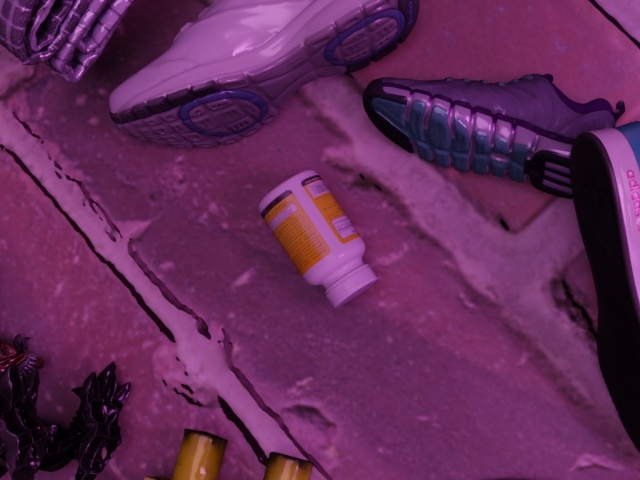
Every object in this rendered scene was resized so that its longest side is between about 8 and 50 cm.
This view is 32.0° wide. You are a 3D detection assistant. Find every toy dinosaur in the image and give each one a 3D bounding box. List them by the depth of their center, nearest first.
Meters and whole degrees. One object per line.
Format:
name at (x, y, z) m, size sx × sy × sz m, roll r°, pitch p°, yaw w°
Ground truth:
toy dinosaur at (-0.305, 0.178, 1.025) m, size 0.218 × 0.164 × 0.322 m, roll -11°, pitch 101°, yaw 27°

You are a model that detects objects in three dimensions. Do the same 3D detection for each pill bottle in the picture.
pill bottle at (0.000, 0.000, 1.001) m, size 0.065 × 0.065 × 0.116 m, roll -35°, pitch 81°, yaw 6°

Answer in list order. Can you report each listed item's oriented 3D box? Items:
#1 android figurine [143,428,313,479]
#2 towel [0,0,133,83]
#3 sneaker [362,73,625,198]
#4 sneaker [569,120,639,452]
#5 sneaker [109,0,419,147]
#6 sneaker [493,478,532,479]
android figurine at (-0.099, 0.314, 0.988) m, size 0.248 × 0.056 × 0.273 m, roll 15°, pitch 80°, yaw 11°
towel at (-0.236, -0.318, 0.992) m, size 0.235 × 0.121 × 0.284 m, roll 38°, pitch 99°, yaw 32°
sneaker at (0.153, -0.113, 0.991) m, size 0.223 × 0.083 × 0.098 m, roll 21°, pitch 63°, yaw 11°
sneaker at (0.319, 0.033, 0.921) m, size 0.178 × 0.124 × 0.296 m, roll -15°, pitch 106°, yaw -8°
sneaker at (-0.061, -0.184, 1.019) m, size 0.297 × 0.111 × 0.129 m, roll -26°, pitch 67°, yaw 3°
sneaker at (0.197, 0.257, 0.899) m, size 0.292 × 0.169 × 0.108 m, roll -7°, pitch 87°, yaw 11°
